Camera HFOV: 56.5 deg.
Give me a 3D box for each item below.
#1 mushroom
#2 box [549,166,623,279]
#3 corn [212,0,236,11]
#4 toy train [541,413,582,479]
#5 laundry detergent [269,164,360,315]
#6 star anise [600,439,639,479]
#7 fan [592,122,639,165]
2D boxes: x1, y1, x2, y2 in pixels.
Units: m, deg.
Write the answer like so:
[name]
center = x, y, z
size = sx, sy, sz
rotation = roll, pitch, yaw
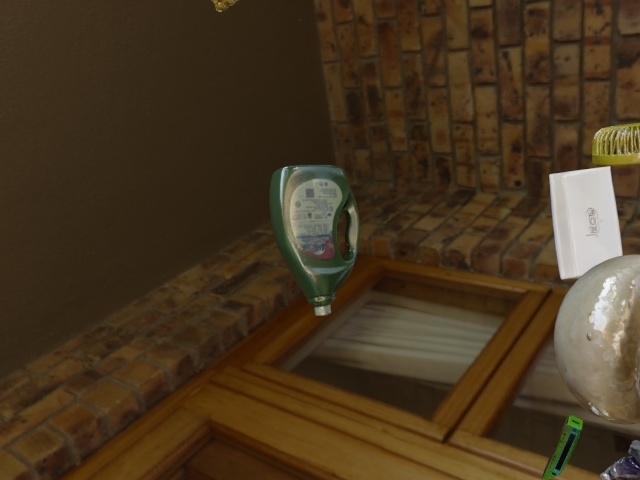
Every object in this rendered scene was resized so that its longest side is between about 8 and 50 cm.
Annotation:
[mushroom]
center = 0.396, 0.125, 0.699
size = 0.207, 0.215, 0.208
rotation = -11, -73, -38
[box]
center = 0.539, -0.020, 1.209
size = 0.274, 0.116, 0.203
rotation = 13, -108, -65
[corn]
center = -0.061, -0.402, 0.765
size = 0.244, 0.093, 0.093
rotation = -38, -44, 3
[toy train]
center = 0.626, 0.548, 1.542
size = 0.044, 0.042, 0.209
rotation = -37, -39, -54
[laundry detergent]
center = 0.000, 0.000, 0.851
size = 0.137, 0.063, 0.211
rotation = -4, -99, -32
[star anise]
center = 0.677, 0.487, 1.259
size = 0.262, 0.081, 0.230
rotation = 9, -57, -18
[fan]
center = 0.356, -0.101, 0.605
size = 0.082, 0.155, 0.039
rotation = -15, -77, -37
